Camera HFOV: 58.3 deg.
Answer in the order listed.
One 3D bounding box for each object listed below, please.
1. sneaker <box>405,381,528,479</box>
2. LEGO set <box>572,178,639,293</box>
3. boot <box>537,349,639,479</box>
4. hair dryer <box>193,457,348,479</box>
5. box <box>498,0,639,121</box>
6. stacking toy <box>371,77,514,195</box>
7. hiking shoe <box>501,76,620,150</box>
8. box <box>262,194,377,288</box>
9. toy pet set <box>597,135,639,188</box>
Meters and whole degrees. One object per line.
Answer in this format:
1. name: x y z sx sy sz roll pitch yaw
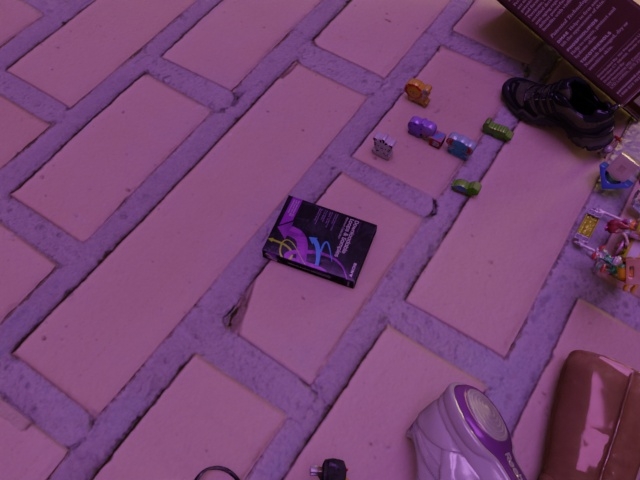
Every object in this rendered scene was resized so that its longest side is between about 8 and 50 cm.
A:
1. sneaker: 0.202 0.340 0.710 0.114 0.152 0.305 17 40 -37
2. LEGO set: 0.458 0.000 0.896 0.107 0.132 0.287 29 43 20
3. boot: 0.407 0.309 0.755 0.236 0.089 0.269 27 63 13
4. hair dryer: -0.056 0.428 0.709 0.224 0.080 0.293 -12 56 11
5. box: 0.489 -0.403 1.063 0.191 0.143 0.381 -2 51 -52
6. stacking toy: 0.221 -0.190 1.040 0.221 0.052 0.167 28 65 13
7. hiking shoe: 0.432 -0.260 1.034 0.086 0.114 0.227 -40 57 -20
8. box: 0.000 0.000 0.948 0.162 0.029 0.116 19 63 8
9. toy pet set: 0.540 -0.119 1.015 0.122 0.065 0.114 45 35 17
